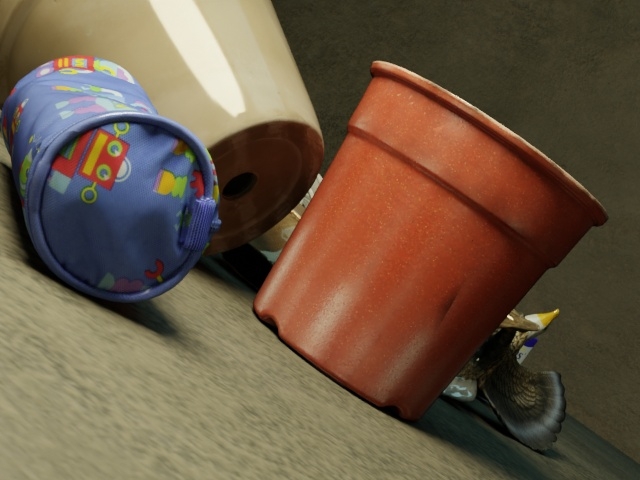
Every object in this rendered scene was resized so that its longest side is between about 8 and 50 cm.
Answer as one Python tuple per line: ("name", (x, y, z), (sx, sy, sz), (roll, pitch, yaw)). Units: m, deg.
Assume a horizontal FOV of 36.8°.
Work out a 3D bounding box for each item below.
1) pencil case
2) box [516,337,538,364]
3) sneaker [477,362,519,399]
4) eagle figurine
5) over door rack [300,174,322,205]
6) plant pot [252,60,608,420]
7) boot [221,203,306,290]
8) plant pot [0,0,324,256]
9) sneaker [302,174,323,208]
("pencil case", (-0.158, -0.058, 0.698), (0.133, 0.119, 0.306), (9, 14, -23))
("box", (0.321, 0.204, 1.828), (0.126, 0.137, 0.072), (33, 4, -38))
("sneaker", (0.217, 0.188, 1.592), (0.106, 0.101, 0.267), (-1, 29, -46))
("eagle figurine", (0.246, 0.165, 1.369), (0.225, 0.226, 0.298), (0, -34, 9))
("over door rack", (0.000, 0.000, 1.317), (0.324, 0.108, 0.239), (55, 9, -12))
("plant pot", (0.087, 0.012, 0.939), (0.272, 0.265, 0.272), (35, 3, -2))
("boot", (0.012, 0.073, 1.102), (0.305, 0.112, 0.115), (38, 32, 14))
("plant pot", (-0.145, -0.148, 0.975), (0.280, 0.323, 0.323), (53, 11, 27))
("sneaker", (-0.046, -0.113, 1.520), (0.216, 0.079, 0.121), (62, 5, -17))
